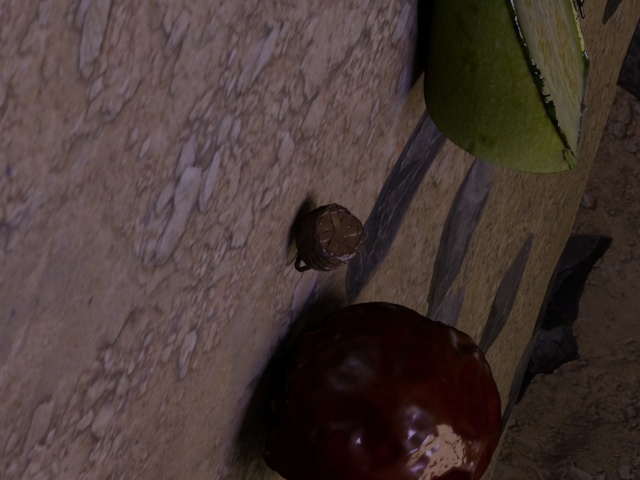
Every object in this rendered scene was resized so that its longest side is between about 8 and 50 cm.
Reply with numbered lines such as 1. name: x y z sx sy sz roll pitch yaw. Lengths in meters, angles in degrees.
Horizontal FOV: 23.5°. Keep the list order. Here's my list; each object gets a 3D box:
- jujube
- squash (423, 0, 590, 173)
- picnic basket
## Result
1. jujube: 0.073 0.208 1.776 0.377 0.276 0.276 69 45 -86
2. squash: 0.227 -0.264 1.679 0.309 0.210 0.233 102 4 -51
3. picnic basket: 0.000 0.000 1.577 0.072 0.072 0.083 -61 -164 -22
